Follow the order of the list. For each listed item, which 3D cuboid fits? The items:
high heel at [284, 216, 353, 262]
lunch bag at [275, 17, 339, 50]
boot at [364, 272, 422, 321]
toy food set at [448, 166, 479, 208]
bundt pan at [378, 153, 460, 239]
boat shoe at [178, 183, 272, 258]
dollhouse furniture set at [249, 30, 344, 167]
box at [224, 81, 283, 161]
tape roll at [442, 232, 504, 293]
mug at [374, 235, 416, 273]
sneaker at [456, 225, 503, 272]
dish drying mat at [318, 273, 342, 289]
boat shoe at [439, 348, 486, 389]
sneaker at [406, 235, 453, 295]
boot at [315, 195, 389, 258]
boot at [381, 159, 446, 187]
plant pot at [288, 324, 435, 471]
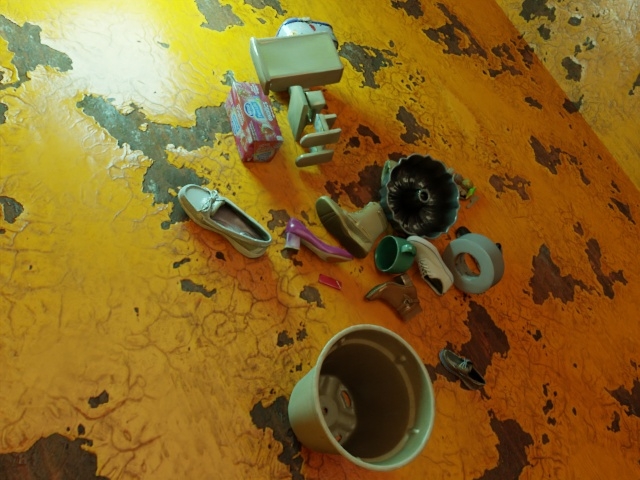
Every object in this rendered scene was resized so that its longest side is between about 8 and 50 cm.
[{"bbox_3d":[0.000,0.000,1.546,0.244,0.082,0.117,12,68,-8],"label":"high heel"},{"bbox_3d":[-0.087,-0.707,1.748,0.243,0.303,0.114,-9,72,-31],"label":"lunch bag"},{"bbox_3d":[0.258,0.210,1.577,0.197,0.073,0.152,-21,86,-23],"label":"boot"},{"bbox_3d":[0.627,-0.241,2.041,0.192,0.038,0.132,49,53,3],"label":"toy food set"},{"bbox_3d":[0.362,-0.155,1.755,0.331,0.124,0.330,4,80,-22],"label":"bundt pan"},{"bbox_3d":[-0.289,-0.072,1.414,0.320,0.103,0.118,40,53,-4],"label":"boat shoe"},{"bbox_3d":[-0.102,-0.495,1.582,0.257,0.394,0.361,-13,72,-16],"label":"dollhouse furniture set"},{"bbox_3d":[-0.237,-0.413,1.615,0.123,0.128,0.256,-7,68,-31],"label":"box"},{"bbox_3d":[0.565,0.086,1.714,0.072,0.219,0.219,-24,77,-35],"label":"tape roll"},{"bbox_3d":[0.275,0.058,1.616,0.098,0.158,0.129,14,102,-29],"label":"mug"},{"bbox_3d":[0.658,0.018,1.855,0.086,0.132,0.228,-26,78,-36],"label":"sneaker"},{"bbox_3d":[0.033,0.137,1.532,0.083,0.008,0.032,23,56,-15],"label":"dish drying mat"},{"bbox_3d":[0.492,0.434,1.578,0.183,0.066,0.066,41,52,-3],"label":"boat shoe"},{"bbox_3d":[0.395,0.094,1.674,0.258,0.094,0.091,47,51,-15],"label":"sneaker"},{"bbox_3d":[0.119,-0.089,1.644,0.262,0.095,0.203,47,53,-5],"label":"boot"},{"bbox_3d":[0.389,-0.277,1.903,0.270,0.089,0.236,18,56,-17],"label":"boot"},{"bbox_3d":[0.069,0.425,1.206,0.334,0.305,0.333,13,59,-23],"label":"plant pot"}]
